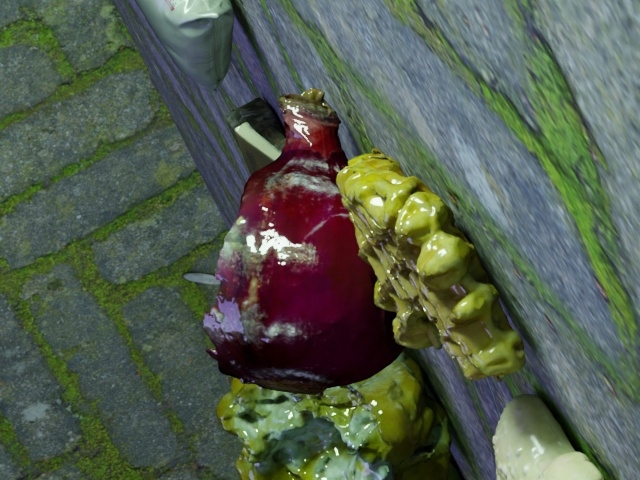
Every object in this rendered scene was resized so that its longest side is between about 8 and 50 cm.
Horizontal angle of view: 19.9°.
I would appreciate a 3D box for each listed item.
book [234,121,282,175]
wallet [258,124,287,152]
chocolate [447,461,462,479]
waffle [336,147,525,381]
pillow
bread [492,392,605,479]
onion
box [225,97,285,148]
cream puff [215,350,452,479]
[{"bbox_3d":[0.002,-0.009,1.565,0.198,0.016,0.138,40,160,43],"label":"book"},{"bbox_3d":[-0.012,-0.041,1.671,0.118,0.038,0.153,61,177,-26],"label":"wallet"},{"bbox_3d":[0.036,0.348,1.966,0.137,0.288,0.301,50,175,0],"label":"chocolate"},{"bbox_3d":[0.066,0.019,1.111,0.149,0.051,0.194,63,170,-22],"label":"waffle"},{"bbox_3d":[-0.150,-0.260,1.611,0.254,0.078,0.144,59,175,16],"label":"pillow"},{"bbox_3d":[0.184,0.238,1.116,0.316,0.054,0.316,61,177,5],"label":"bread"},{"bbox_3d":[0.000,0.000,1.291,0.195,0.139,0.218,50,-131,-73],"label":"onion"},{"bbox_3d":[-0.052,-0.085,1.777,0.098,0.045,0.062,65,174,-27],"label":"box"},{"bbox_3d":[0.019,0.185,1.704,0.221,0.195,0.195,10,144,30],"label":"cream puff"}]
